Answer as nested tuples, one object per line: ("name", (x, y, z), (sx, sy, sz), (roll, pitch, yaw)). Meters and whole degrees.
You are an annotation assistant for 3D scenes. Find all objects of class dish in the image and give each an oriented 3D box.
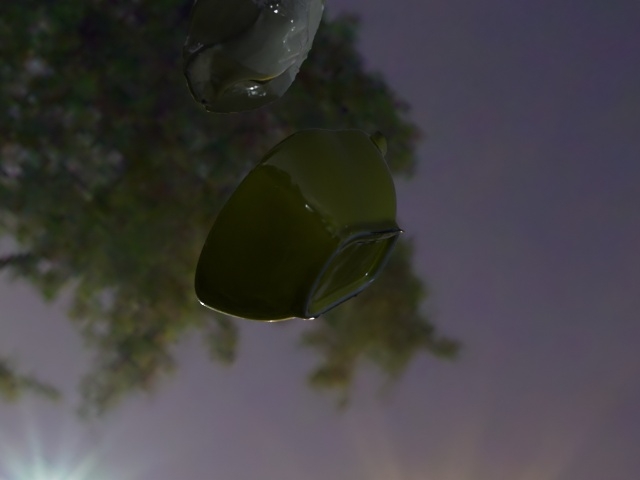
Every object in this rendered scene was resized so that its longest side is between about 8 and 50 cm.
("dish", (0.000, 0.000, 1.810), (0.108, 0.262, 0.221), (40, -60, 21))

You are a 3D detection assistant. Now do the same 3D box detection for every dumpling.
("dumpling", (-0.056, -0.214, 1.822), (0.155, 0.181, 0.111), (54, 13, -51))
